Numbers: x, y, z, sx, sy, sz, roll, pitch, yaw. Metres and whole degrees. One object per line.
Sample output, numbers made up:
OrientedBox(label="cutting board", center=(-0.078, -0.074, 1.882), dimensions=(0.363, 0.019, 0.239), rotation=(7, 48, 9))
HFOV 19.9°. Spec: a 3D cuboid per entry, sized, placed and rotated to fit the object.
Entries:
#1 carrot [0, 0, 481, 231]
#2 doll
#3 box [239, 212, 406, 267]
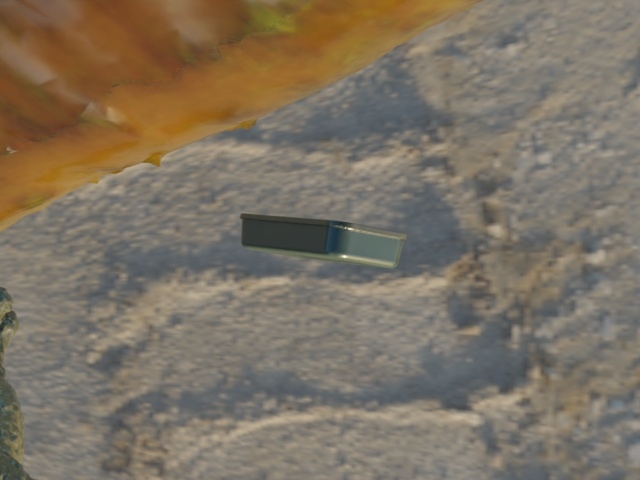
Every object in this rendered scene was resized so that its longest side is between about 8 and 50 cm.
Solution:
OrientedBox(label="carrot", center=(-0.043, -0.068, 0.349), dimensions=(0.114, 0.302, 0.114), rotation=(45, 31, -36))
OrientedBox(label="doll", center=(-0.280, 0.166, 1.572), dimensions=(0.091, 0.286, 0.203), rotation=(-3, 104, -8))
OrientedBox(label="box", center=(0.000, 0.000, 1.487), dimensions=(0.091, 0.126, 0.031), rotation=(10, 86, -46))
